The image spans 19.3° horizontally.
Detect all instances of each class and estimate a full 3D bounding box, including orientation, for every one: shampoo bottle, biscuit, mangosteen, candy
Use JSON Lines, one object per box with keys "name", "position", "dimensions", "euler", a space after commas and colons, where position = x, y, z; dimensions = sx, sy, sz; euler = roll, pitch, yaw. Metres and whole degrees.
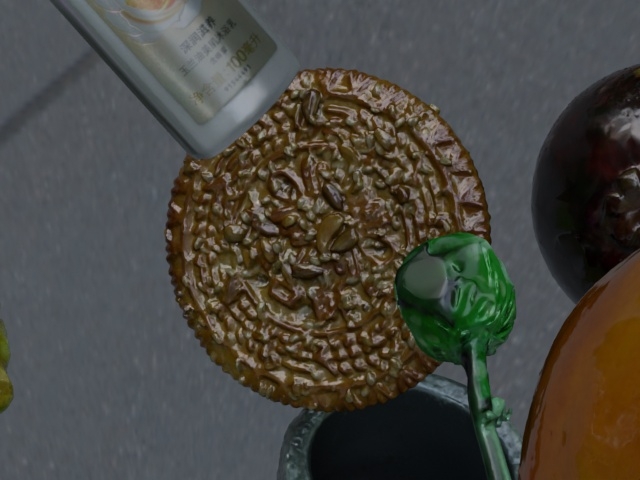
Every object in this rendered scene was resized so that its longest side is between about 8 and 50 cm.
{"name": "shampoo bottle", "position": [-0.112, -0.154, 1.066], "dimensions": [0.086, 0.056, 0.227], "euler": [-46, 108, -17]}
{"name": "biscuit", "position": [0.000, 0.000, 1.616], "dimensions": [0.305, 0.038, 0.305], "euler": [1, 94, 22]}
{"name": "mangosteen", "position": [0.388, -0.046, 2.039], "dimensions": [0.306, 0.359, 0.306], "euler": [3, 98, 21]}
{"name": "candy", "position": [0.122, 0.132, 1.358], "dimensions": [0.097, 0.097, 0.323], "euler": [-7, 53, -7]}

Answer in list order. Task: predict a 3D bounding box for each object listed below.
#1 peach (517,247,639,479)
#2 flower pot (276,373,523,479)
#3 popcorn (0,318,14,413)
{"name": "peach", "position": [0.269, 0.146, 1.042], "dimensions": [0.301, 0.343, 0.343], "euler": [-39, 77, -19]}
{"name": "flower pot", "position": [0.082, 0.300, 1.793], "dimensions": [0.299, 0.283, 0.299], "euler": [7, 44, -7]}
{"name": "popcorn", "position": [-0.393, 0.087, 1.667], "dimensions": [0.258, 0.270, 0.224], "euler": [23, 38, -35]}
